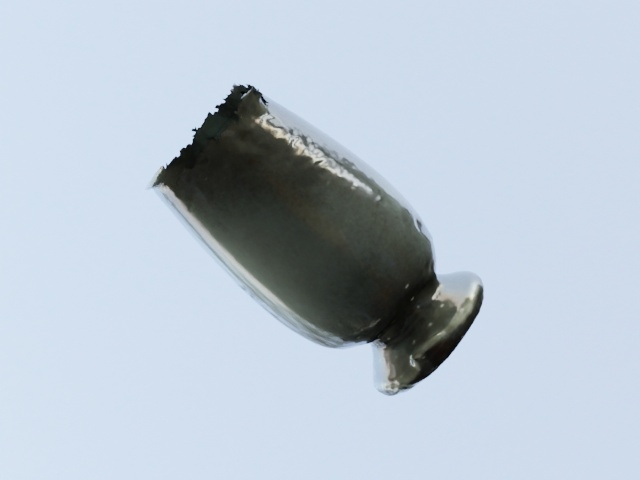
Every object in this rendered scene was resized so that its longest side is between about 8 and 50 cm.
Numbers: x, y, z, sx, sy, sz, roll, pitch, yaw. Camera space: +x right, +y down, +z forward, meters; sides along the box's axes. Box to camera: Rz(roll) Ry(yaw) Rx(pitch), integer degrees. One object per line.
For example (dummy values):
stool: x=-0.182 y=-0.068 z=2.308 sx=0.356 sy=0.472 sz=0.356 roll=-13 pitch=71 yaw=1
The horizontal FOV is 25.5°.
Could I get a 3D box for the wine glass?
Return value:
wine glass: x=0.000 y=0.000 z=0.865 sx=0.204 sy=0.111 sz=0.111 roll=42 pitch=-71 yaw=-13
